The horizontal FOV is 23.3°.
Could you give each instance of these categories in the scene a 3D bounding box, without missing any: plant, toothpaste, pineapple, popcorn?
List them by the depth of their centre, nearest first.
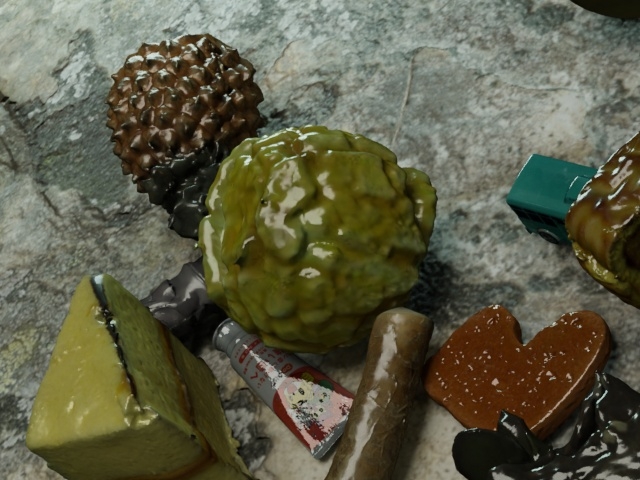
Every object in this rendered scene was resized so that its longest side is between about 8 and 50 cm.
[{"bbox_3d":[0.270,0.242,1.492,0.276,0.199,0.188,12,60,38],"label":"plant"},{"bbox_3d":[-0.008,0.003,1.838,0.282,0.247,0.282,-31,43,33],"label":"popcorn"},{"bbox_3d":[-0.043,0.172,1.875,0.089,0.057,0.234,-47,51,-7],"label":"toothpaste"},{"bbox_3d":[-0.161,-0.104,2.047,0.223,0.223,0.357,-32,44,13],"label":"pineapple"}]

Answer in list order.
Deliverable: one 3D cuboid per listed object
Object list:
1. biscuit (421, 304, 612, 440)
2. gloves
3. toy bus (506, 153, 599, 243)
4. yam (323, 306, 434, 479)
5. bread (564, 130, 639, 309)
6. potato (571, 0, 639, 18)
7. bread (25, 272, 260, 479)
[{"bbox_3d":[0.219,0.135,1.709,0.186,0.036,0.192,-51,42,-2],"label":"biscuit"},{"bbox_3d":[-0.221,0.125,2.011,0.285,0.119,0.142,-50,12,-2],"label":"gloves"},{"bbox_3d":[0.298,-0.038,1.746,0.160,0.092,0.079,19,72,44],"label":"toy bus"},{"bbox_3d":[0.046,0.237,1.713,0.081,0.081,0.357,2,65,38],"label":"yam"},{"bbox_3d":[0.365,-0.009,1.585,0.181,0.222,0.096,-51,39,6],"label":"bread"},{"bbox_3d":[0.410,-0.387,1.817,0.326,0.243,0.221,-23,90,23],"label":"potato"},{"bbox_3d":[-0.183,0.179,1.818,0.198,0.263,0.236,-11,52,27],"label":"bread"}]
